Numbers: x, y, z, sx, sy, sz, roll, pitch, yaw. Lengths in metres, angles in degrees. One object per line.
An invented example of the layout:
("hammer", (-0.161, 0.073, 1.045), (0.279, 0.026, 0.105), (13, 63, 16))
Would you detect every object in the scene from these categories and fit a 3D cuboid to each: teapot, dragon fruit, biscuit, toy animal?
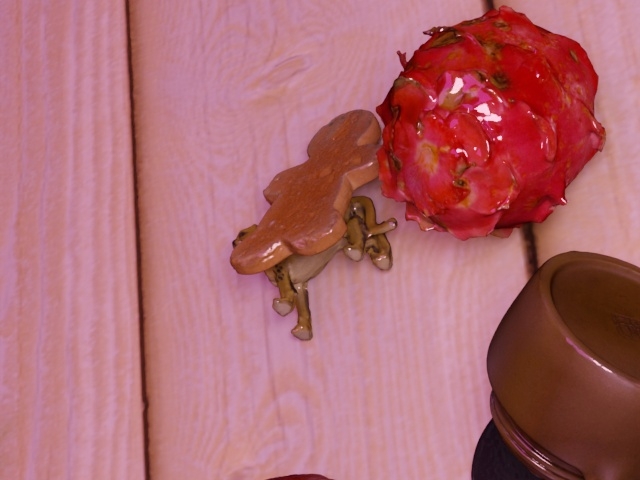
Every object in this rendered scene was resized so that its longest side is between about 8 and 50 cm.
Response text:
("teapot", (0.218, 0.120, 1.396), (0.175, 0.185, 0.268), (-60, 24, 31))
("dragon fruit", (0.166, -0.116, 1.565), (0.210, 0.205, 0.268), (12, 36, 15))
("biscuit", (0.002, -0.055, 1.704), (0.153, 0.030, 0.234), (-14, 32, 32))
("toy animal", (0.000, 0.000, 1.718), (0.181, 0.073, 0.136), (-40, 42, 20))

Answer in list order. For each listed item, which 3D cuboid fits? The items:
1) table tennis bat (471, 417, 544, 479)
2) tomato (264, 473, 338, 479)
("table tennis bat", (0.223, 0.168, 1.489), (0.150, 0.027, 0.236), (37, 95, 41))
("tomato", (-0.094, 0.334, 1.559), (0.309, 0.170, 0.309), (-16, 59, 30))
